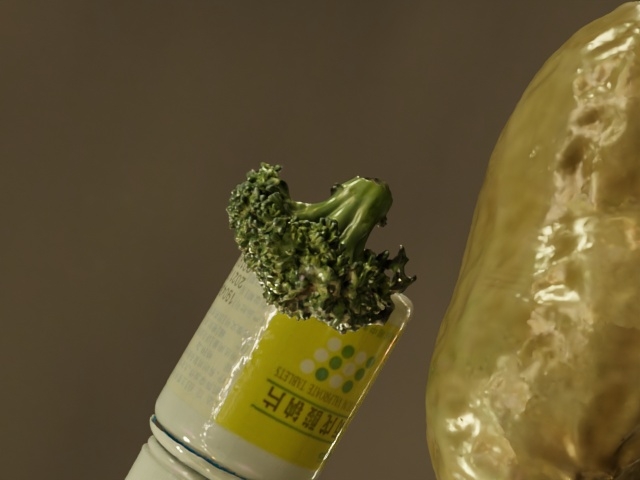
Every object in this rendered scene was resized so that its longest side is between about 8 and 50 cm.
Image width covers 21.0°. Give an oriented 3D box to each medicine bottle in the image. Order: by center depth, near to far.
[{"bbox_3d":[-0.047,0.124,1.352,0.143,0.143,0.258,28,-86,-51],"label":"medicine bottle"}]

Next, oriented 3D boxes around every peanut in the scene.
[{"bbox_3d":[0.177,0.023,1.147,0.170,0.192,0.387,15,-95,-11],"label":"peanut"}]

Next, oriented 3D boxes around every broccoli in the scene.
[{"bbox_3d":[0.000,0.000,0.959,0.092,0.097,0.095,-54,-21,-9],"label":"broccoli"}]
